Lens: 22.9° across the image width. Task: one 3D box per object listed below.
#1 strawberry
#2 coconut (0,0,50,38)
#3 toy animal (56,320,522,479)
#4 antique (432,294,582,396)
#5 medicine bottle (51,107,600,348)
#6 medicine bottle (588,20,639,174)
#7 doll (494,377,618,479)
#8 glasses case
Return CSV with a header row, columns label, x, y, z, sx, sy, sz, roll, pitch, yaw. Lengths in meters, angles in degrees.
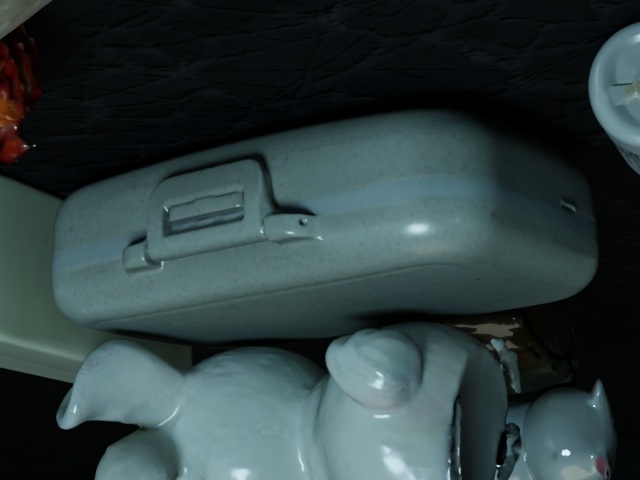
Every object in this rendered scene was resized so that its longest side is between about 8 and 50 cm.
label,x,y,z,sx,sy,sz,roll,pitch,yaw
strawberry,-0.222,-0.088,0.852,0.145,0.086,0.145,-3,168,-1
coconut,-0.159,-0.131,0.551,0.182,0.171,0.171,9,162,-29
toy animal,-0.016,0.151,1.173,0.310,0.183,0.247,-2,166,22
antique,0.157,0.066,1.452,0.150,0.125,0.284,-7,166,11
medicine bottle,0.000,0.000,1.163,0.375,0.123,0.282,-10,167,33
medicine bottle,0.217,-0.079,0.981,0.079,0.079,0.140,-8,166,20
doll,0.204,0.198,1.507,0.180,0.110,0.107,-16,160,32
glasses case,-0.207,0.043,1.279,0.070,0.131,0.313,-9,165,23
